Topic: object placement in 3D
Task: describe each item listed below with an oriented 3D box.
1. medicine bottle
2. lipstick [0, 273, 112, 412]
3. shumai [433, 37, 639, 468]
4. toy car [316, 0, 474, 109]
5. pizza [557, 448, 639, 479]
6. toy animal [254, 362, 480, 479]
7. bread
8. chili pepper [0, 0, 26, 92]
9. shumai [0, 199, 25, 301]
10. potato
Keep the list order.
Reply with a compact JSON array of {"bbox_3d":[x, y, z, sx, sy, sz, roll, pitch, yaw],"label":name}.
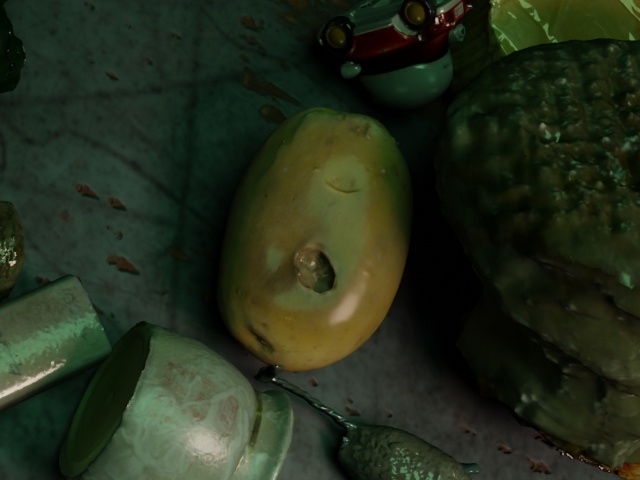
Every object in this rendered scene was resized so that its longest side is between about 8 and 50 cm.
[{"bbox_3d":[-0.112,0.155,1.139,0.143,0.147,0.147,31,65,-21],"label":"medicine bottle"},{"bbox_3d":[-0.289,0.111,1.100,0.252,0.077,0.079,-26,89,-30],"label":"lipstick"},{"bbox_3d":[0.274,0.035,1.253,0.397,0.323,0.324,14,43,2],"label":"shumai"},{"bbox_3d":[0.080,-0.176,1.336,0.112,0.139,0.112,-43,118,-50],"label":"toy car"},{"bbox_3d":[0.304,0.181,1.400,0.178,0.041,0.131,-19,87,-29],"label":"pizza"},{"bbox_3d":[0.042,0.175,1.249,0.253,0.079,0.070,39,42,-14],"label":"toy animal"},{"bbox_3d":[0.236,-0.202,1.411,0.179,0.133,0.250,47,61,-8],"label":"bread"},{"bbox_3d":[-0.359,-0.164,1.092,0.261,0.174,0.165,-8,105,-22],"label":"chili pepper"},{"bbox_3d":[-0.282,0.006,1.128,0.080,0.082,0.083,8,102,-43],"label":"shumai"},{"bbox_3d":[0.000,0.000,1.241,0.150,0.146,0.234,16,82,22],"label":"potato"}]
